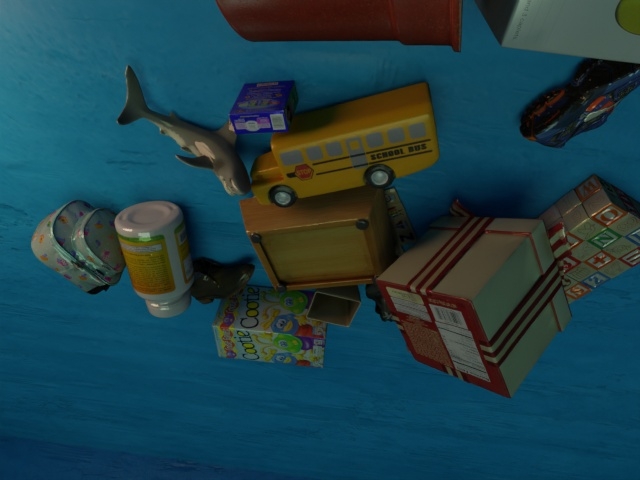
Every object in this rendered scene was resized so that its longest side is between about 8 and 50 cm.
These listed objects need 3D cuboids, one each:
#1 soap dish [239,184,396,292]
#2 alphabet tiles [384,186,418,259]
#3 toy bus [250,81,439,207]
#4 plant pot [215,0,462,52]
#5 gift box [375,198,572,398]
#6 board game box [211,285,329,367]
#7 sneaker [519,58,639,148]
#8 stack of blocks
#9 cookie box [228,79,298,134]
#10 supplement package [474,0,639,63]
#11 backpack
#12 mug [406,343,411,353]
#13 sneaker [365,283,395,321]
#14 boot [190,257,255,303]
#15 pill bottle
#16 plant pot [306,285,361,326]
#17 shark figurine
[{"bbox_3d":[0.000,0.000,0.891,0.291,0.118,0.228,-7,132,13],"label":"soap dish"},{"bbox_3d":[0.111,-0.003,0.961,0.199,0.009,0.237,-16,130,22],"label":"alphabet tiles"},{"bbox_3d":[0.032,-0.159,0.749,0.333,0.108,0.130,-9,132,17],"label":"toy bus"},{"bbox_3d":[0.024,-0.344,0.481,0.266,0.272,0.272,2,135,18],"label":"plant pot"},{"bbox_3d":[0.294,0.082,0.793,0.255,0.258,0.276,13,134,52],"label":"gift box"},{"bbox_3d":[-0.121,0.220,1.117,0.276,0.144,0.142,5,134,2],"label":"board game box"},{"bbox_3d":[0.425,-0.225,0.661,0.087,0.083,0.221,22,140,-31],"label":"sneaker"},{"bbox_3d":[0.502,0.027,0.876,0.171,0.087,0.297,25,133,-15],"label":"stack of blocks"},{"bbox_3d":[-0.090,-0.221,0.707,0.092,0.107,0.040,-1,135,10],"label":"cookie box"},{"bbox_3d":[0.345,-0.330,0.472,0.263,0.197,0.199,8,134,1],"label":"supplement package"},{"bbox_3d":[-0.516,0.006,0.950,0.145,0.165,0.188,-28,128,29],"label":"backpack"},{"bbox_3d":[0.329,0.277,1.125,0.170,0.113,0.150,23,159,-7],"label":"mug"},{"bbox_3d":[0.212,0.158,1.043,0.135,0.097,0.276,-25,129,37],"label":"sneaker"},{"bbox_3d":[-0.266,0.089,1.055,0.219,0.082,0.106,-27,128,32],"label":"boot"},{"bbox_3d":[-0.359,0.048,0.958,0.137,0.136,0.245,3,122,5],"label":"pill bottle"},{"bbox_3d":[0.034,0.131,1.040,0.109,0.096,0.109,14,135,-5],"label":"plant pot"},{"bbox_3d":[-0.215,-0.197,0.780,0.278,0.166,0.116,37,104,-3],"label":"shark figurine"}]
